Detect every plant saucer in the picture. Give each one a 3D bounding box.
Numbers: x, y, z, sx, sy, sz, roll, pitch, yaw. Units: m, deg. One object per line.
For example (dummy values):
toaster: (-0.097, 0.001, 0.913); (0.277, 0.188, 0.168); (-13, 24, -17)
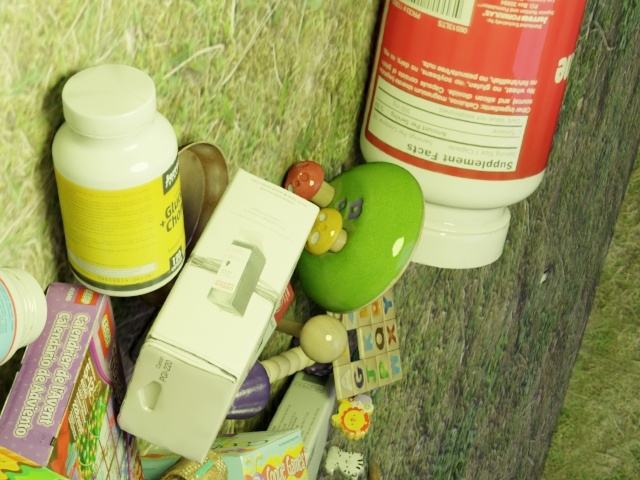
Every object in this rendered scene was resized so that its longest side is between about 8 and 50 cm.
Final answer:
plant saucer: (-0.143, -0.019, 1.405); (0.168, 0.029, 0.168); (-48, 150, -40)

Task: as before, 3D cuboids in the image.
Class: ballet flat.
ballet flat: (-0.171, 0.289, 1.474); (0.206, 0.073, 0.067); (-55, 170, 21)

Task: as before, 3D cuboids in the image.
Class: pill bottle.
pill bottle: (-0.168, -0.050, 1.221); (0.103, 0.103, 0.184); (-49, 151, -40)
pill bottle: (0.172, -0.184, 1.719); (0.229, 0.229, 0.408); (-32, 138, -56)
pill bottle: (-0.277, 0.061, 1.088); (0.160, 0.087, 0.087); (-14, 122, -63)

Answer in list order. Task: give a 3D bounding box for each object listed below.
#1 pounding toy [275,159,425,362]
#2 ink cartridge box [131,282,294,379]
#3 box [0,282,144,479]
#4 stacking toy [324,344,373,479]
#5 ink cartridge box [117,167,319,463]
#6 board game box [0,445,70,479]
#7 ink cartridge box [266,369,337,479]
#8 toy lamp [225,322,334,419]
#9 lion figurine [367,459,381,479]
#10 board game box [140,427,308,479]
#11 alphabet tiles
pounding toy: (0.000, 0.000, 1.619); (0.110, 0.183, 0.237); (32, 87, -35)
ink cartridge box: (-0.108, 0.087, 1.518); (0.175, 0.072, 0.127); (-60, 157, -23)
box: (-0.219, 0.209, 1.303); (0.201, 0.057, 0.293); (-79, 170, -45)
stacking toy: (0.058, 0.191, 1.927); (0.167, 0.052, 0.221); (97, 9, -58)
ink cartridge box: (-0.092, 0.069, 1.334); (0.158, 0.092, 0.218); (114, 2, -50)
board game box: (-0.345, 0.294, 0.776); (0.356, 0.356, 0.356); (-16, 123, -63)
ink cartridge box: (-0.042, 0.300, 1.774); (0.275, 0.060, 0.239); (-58, 163, -73)
toy lamp: (-0.057, 0.149, 1.685); (0.274, 0.080, 0.080); (-21, 128, -63)
lion figurine: (0.002, 0.472, 1.889); (0.240, 0.142, 0.392); (28, 68, -65)
board game box: (-0.090, 0.352, 1.561); (0.142, 0.144, 0.275); (-12, 95, -64)
alphabet tiles: (0.050, 0.067, 1.814); (0.198, 0.009, 0.237); (-6, 89, -65)
